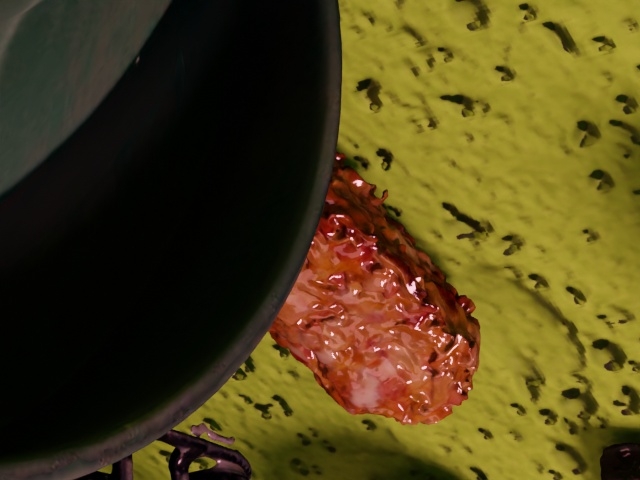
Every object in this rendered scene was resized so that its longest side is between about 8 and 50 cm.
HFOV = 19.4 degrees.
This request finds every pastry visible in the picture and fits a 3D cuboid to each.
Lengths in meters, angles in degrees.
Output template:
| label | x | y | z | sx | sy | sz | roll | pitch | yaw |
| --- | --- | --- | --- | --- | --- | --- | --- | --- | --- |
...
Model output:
| label | x | y | z | sx | sy | sz | roll | pitch | yaw |
| --- | --- | --- | --- | --- | --- | --- | --- | --- | --- |
| pastry | -0.002 | 0.001 | 0.743 | 0.087 | 0.063 | 0.169 | -27 | 113 | 33 |

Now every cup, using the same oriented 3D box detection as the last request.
| label | x | y | z | sx | sy | sz | roll | pitch | yaw |
| --- | --- | --- | --- | --- | --- | --- | --- | --- | --- |
| cup | -0.245 | -0.085 | 0.599 | 0.392 | 0.310 | 0.401 | -18 | 113 | 44 |

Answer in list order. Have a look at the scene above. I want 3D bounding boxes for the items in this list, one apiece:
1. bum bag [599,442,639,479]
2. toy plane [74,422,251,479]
| label | x | y | z | sx | sy | sz | roll | pitch | yaw |
| --- | --- | --- | --- | --- | --- | --- | --- | --- | --- |
| bum bag | 0.204 | 0.128 | 0.796 | 0.159 | 0.026 | 0.109 | -2 | 134 | 26 |
| toy plane | -0.085 | 0.158 | 0.840 | 0.155 | 0.106 | 0.382 | -19 | 154 | 29 |
